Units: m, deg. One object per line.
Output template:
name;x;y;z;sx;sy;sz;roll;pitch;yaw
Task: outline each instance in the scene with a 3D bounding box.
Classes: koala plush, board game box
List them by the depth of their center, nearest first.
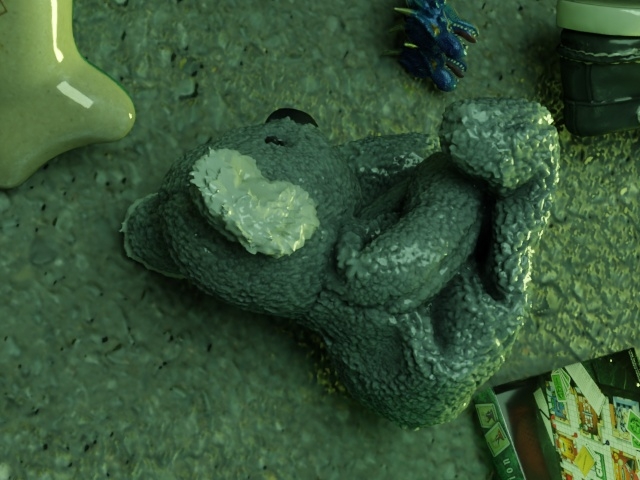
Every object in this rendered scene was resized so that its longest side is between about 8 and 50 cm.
koala plush;0.000;0.000;0.978;0.221;0.196;0.203;14;78;-24
board game box;0.200;0.209;1.078;0.136;0.030;0.260;-10;76;-36

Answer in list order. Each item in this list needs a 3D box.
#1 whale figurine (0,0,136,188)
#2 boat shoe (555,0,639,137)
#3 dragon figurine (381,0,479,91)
whale figurine;-0.211;-0.172;0.974;0.216;0.141;0.272;-26;107;6
boat shoe;0.318;-0.115;1.203;0.340;0.127;0.113;-1;103;-33
dragon figurine;0.050;-0.249;1.133;0.144;0.085;0.289;-33;90;-30
